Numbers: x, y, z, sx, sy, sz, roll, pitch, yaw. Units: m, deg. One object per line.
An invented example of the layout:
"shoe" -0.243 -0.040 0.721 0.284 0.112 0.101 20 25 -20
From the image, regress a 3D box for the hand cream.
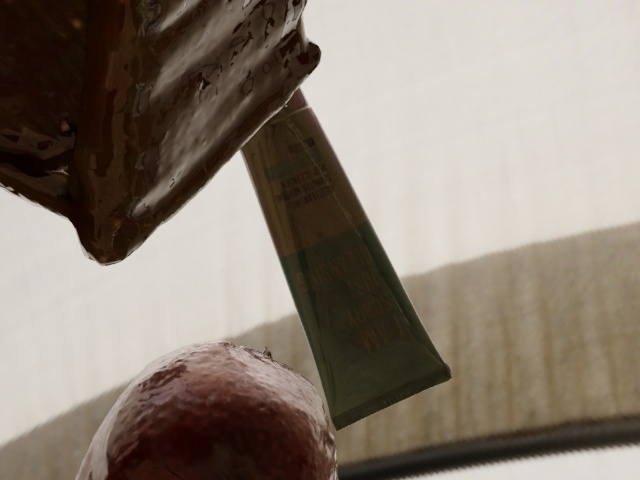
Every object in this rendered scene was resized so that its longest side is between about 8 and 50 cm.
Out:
"hand cream" 0.000 0.000 1.271 0.312 0.111 0.070 65 -8 -2

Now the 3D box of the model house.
"model house" -0.082 -0.137 0.557 0.220 0.199 0.229 -9 -56 48

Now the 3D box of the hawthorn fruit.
"hawthorn fruit" -0.061 0.148 0.912 0.173 0.179 0.173 1 -87 16
